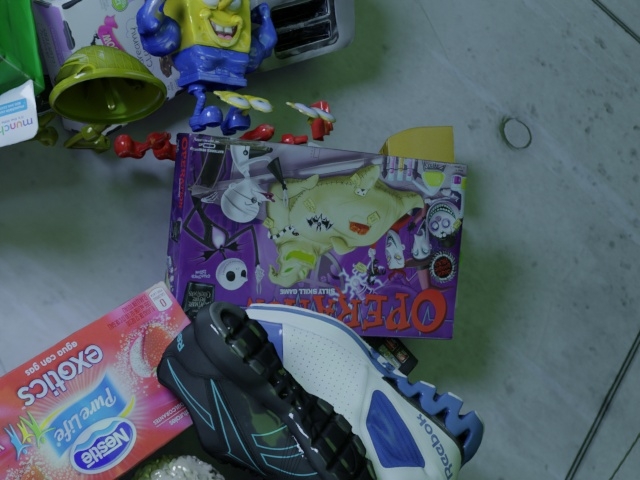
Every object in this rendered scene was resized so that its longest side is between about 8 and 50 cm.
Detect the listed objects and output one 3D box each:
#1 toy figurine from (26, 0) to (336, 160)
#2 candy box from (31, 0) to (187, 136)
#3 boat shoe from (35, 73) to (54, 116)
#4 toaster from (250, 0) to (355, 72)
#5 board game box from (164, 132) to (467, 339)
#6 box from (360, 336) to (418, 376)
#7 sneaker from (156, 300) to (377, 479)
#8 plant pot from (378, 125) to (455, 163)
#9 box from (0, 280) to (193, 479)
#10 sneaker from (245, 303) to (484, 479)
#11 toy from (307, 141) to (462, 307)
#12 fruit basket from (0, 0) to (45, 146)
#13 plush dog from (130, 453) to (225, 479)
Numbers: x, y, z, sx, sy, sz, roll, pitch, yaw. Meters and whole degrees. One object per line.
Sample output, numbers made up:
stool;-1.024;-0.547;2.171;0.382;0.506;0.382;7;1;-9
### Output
toy figurine;-0.164;-0.217;1.454;0.362;0.191;0.217;3;74;-41
candy box;-0.218;-0.232;1.509;0.196;0.070;0.165;-36;130;-33
boat shoe;-0.337;-0.160;1.486;0.142;0.040;0.049;-21;79;-32
toaster;-0.050;-0.303;1.616;0.185;0.110;0.168;-20;117;-29
board game box;0.000;0.000;1.475;0.346;0.056;0.208;4;96;-27
box;-0.026;0.118;1.519;0.231;0.056;0.183;48;56;-1
sneaker;-0.048;0.183;1.280;0.267;0.106;0.101;50;20;0
plant pot;0.117;-0.095;1.673;0.083;0.081;0.082;3;67;-13
box;-0.255;0.187;1.315;0.300;0.154;0.142;-32;87;-35
sneaker;0.022;0.205;1.371;0.315;0.127;0.182;28;46;-11
toy;0.065;-0.009;1.620;0.237;0.056;0.137;23;53;-23
fruit basket;-0.456;-0.198;1.331;0.165;0.353;0.327;31;43;-65
plush dog;-0.106;0.346;1.236;0.225;0.210;0.263;16;82;3
